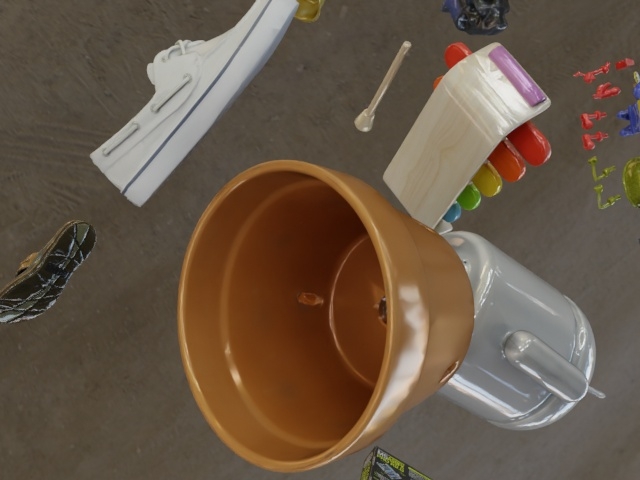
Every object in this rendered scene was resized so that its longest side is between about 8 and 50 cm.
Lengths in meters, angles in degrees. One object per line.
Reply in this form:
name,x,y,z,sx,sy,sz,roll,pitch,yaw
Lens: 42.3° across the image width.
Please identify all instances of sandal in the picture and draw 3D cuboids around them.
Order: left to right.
sandal,-0.457,0.047,1.352,0.219,0.060,0.090,-52,139,0

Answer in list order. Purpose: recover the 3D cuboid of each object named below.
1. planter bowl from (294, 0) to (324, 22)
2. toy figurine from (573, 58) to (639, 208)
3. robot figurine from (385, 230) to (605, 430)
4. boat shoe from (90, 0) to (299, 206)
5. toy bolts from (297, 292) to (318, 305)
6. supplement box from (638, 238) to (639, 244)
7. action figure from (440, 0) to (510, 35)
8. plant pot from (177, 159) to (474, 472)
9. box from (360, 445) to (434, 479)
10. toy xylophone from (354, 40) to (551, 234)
planter bowl,-0.041,-0.462,1.308,0.090,0.217,0.217,-40,128,-12
toy figurine,0.739,-0.258,1.886,0.191,0.217,0.363,-6,87,-17
robot figurine,0.217,0.122,1.084,0.353,0.300,0.200,32,92,-26
boat shoe,-0.127,-0.146,0.789,0.084,0.095,0.258,40,104,-9
toy bolts,0.000,0.000,1.200,0.158,0.228,0.219,5,73,-51
supplement box,0.699,0.018,1.666,0.083,0.083,0.056,18,59,-53
action figure,0.221,-0.192,0.467,0.178,0.341,0.330,-16,80,-23
plant pot,0.021,0.074,0.847,0.203,0.290,0.291,4,111,-48
box,0.214,0.614,1.891,0.270,0.216,0.060,31,111,-2
toy xylophone,0.171,-0.148,1.159,0.081,0.236,0.323,-25,168,-32
